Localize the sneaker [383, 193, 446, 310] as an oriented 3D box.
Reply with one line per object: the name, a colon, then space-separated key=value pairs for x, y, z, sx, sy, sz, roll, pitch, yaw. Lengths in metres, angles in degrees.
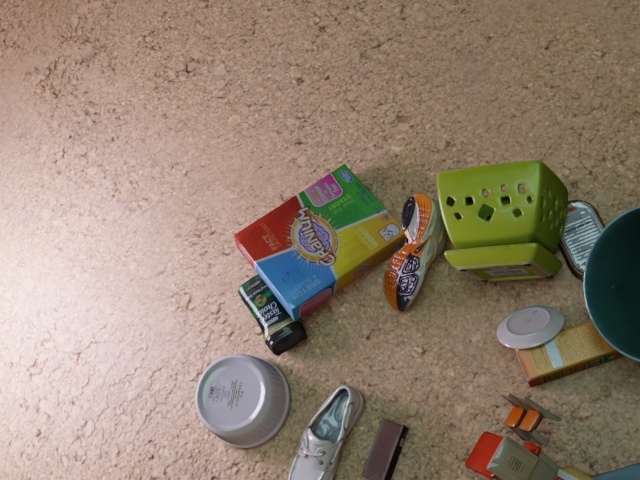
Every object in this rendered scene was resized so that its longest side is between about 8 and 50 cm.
sneaker: x=0.227 y=0.033 z=1.936 sx=0.099 sy=0.121 sz=0.263 roll=25 pitch=102 yaw=44

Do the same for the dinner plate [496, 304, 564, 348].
dinner plate: x=0.431 y=0.172 z=1.811 sx=0.141 sy=0.017 sz=0.141 roll=-19 pitch=26 yaw=10

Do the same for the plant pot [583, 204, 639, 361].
plant pot: x=0.684 y=0.085 z=1.647 sx=0.293 sy=0.235 sz=0.293 roll=-7 pitch=81 yaw=46

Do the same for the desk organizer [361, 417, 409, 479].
desk organizer: x=0.135 y=0.442 z=1.833 sx=0.050 sy=0.047 sz=0.130 roll=16 pitch=75 yaw=25

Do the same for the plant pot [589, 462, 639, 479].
plant pot: x=0.587 y=0.517 z=1.556 sx=0.255 sy=0.271 sz=0.272 roll=-6 pitch=67 yaw=32

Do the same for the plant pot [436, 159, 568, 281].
plant pot: x=0.383 y=-0.029 z=1.825 sx=0.228 sy=0.227 sz=0.207 roll=-6 pitch=74 yaw=29

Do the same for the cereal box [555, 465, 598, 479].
cereal box: x=0.453 y=0.530 z=1.486 sx=0.173 sy=0.047 sz=0.240 roll=25 pitch=105 yaw=43

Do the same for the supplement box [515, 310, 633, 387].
supplement box: x=0.520 y=0.221 z=1.776 sx=0.233 sy=0.078 sz=0.080 roll=-23 pitch=65 yaw=9

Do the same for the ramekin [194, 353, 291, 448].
ramekin: x=-0.178 y=0.348 z=1.934 sx=0.207 sy=0.109 sz=0.207 roll=-6 pitch=69 yaw=16

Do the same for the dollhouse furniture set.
dollhouse furniture set: x=0.338 y=0.413 z=1.653 sx=0.135 sy=0.259 sz=0.262 roll=34 pitch=80 yaw=-7

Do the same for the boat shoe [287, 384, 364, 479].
boat shoe: x=-0.003 y=0.428 z=1.854 sx=0.098 sy=0.096 sz=0.277 roll=21 pitch=78 yaw=23

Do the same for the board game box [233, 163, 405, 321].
board game box: x=0.000 y=0.000 z=1.992 sx=0.316 sy=0.064 sz=0.242 roll=-34 pitch=63 yaw=-13

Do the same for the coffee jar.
coffee jar: x=-0.108 y=0.166 z=1.997 sx=0.096 sy=0.079 sz=0.184 roll=-33 pitch=64 yaw=3

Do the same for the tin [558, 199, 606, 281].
tin: x=0.564 y=0.000 z=1.871 sx=0.106 sy=0.040 sz=0.190 roll=-22 pitch=65 yaw=4
